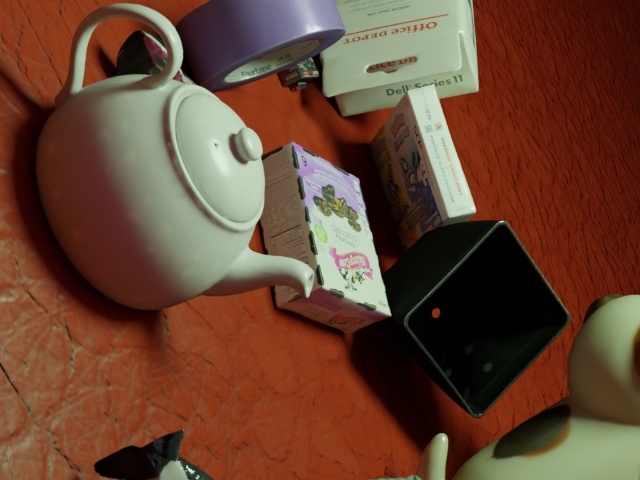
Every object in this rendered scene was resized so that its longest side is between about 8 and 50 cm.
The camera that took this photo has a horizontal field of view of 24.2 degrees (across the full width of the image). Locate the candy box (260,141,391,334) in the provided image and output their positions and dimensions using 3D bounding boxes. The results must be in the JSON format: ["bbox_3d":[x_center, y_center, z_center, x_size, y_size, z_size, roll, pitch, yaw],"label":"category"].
[{"bbox_3d":[0.000,0.000,1.827,0.165,0.070,0.196,25,47,-55],"label":"candy box"}]

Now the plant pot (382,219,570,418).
[{"bbox_3d":[0.175,0.086,1.941,0.188,0.187,0.167,52,-15,-26],"label":"plant pot"}]

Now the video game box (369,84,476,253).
[{"bbox_3d":[0.137,-0.090,2.060,0.205,0.048,0.187,126,-49,-68],"label":"video game box"}]

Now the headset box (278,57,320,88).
[{"bbox_3d":[-0.037,-0.244,2.008,0.062,0.032,0.083,-20,87,-65],"label":"headset box"}]

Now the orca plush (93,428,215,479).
[{"bbox_3d":[-0.115,0.300,1.367,0.151,0.102,0.287,-44,110,-16],"label":"orca plush"}]

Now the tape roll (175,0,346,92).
[{"bbox_3d":[-0.070,-0.247,1.762,0.189,0.189,0.080,-15,83,-65],"label":"tape roll"}]

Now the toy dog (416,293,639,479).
[{"bbox_3d":[0.347,0.261,1.888,0.395,0.408,0.284,33,1,-7],"label":"toy dog"}]

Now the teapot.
[{"bbox_3d":[-0.144,-0.068,1.468,0.256,0.187,0.252,29,44,-51],"label":"teapot"}]

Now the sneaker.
[{"bbox_3d":[-0.167,-0.159,1.660,0.077,0.072,0.178,-95,160,-58],"label":"sneaker"}]

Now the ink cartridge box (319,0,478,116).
[{"bbox_3d":[0.112,-0.301,2.126,0.119,0.207,0.353,68,18,-45],"label":"ink cartridge box"}]

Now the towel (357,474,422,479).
[{"bbox_3d":[-0.003,0.373,1.336,0.324,0.056,0.312,4,95,-55],"label":"towel"}]
